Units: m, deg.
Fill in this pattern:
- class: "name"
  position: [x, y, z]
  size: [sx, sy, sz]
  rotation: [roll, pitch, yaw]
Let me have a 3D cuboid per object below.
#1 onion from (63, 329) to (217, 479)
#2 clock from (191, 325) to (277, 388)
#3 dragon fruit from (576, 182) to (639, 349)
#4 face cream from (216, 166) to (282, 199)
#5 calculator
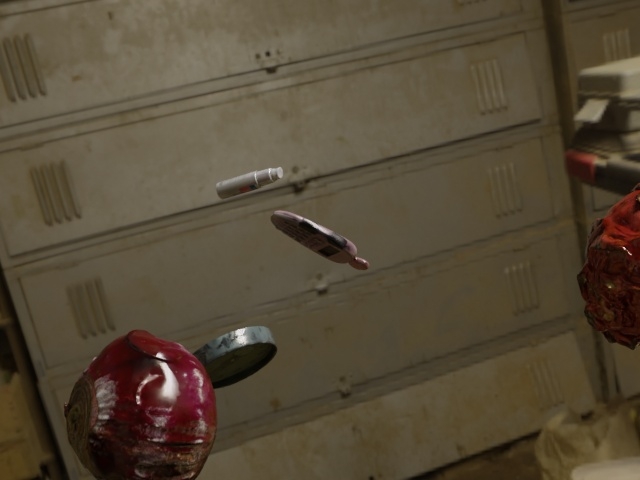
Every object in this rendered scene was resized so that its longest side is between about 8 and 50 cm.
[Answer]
- class: "onion"
  position: [-0.252, 0.258, 1.168]
  size: [0.216, 0.206, 0.207]
  rotation: [14, 10, -30]
- class: "clock"
  position: [-0.197, 0.263, 1.706]
  size: [0.215, 0.042, 0.215]
  rotation: [-23, -25, -11]
- class: "dragon fruit"
  position: [0.474, 0.037, 1.067]
  size: [0.241, 0.241, 0.252]
  rotation: [3, 15, 44]
- class: "face cream"
  position: [-0.130, -0.109, 1.438]
  size: [0.130, 0.034, 0.034]
  rotation: [-16, 12, 21]
- class: "calculator"
  position: [0.000, 0.000, 1.164]
  size: [0.166, 0.024, 0.103]
  rotation: [29, -15, -11]
